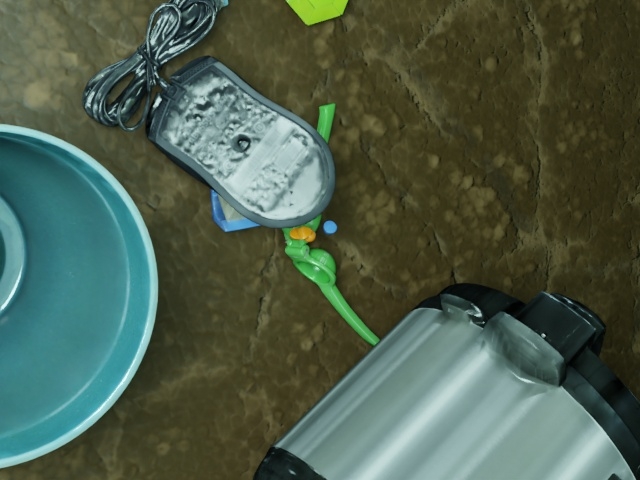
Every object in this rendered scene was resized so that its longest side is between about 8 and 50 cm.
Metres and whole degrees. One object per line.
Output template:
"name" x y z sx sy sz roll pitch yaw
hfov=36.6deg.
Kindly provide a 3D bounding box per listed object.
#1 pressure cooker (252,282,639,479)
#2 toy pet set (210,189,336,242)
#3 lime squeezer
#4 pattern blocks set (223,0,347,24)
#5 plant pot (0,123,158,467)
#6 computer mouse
"pressure cooker" 0.179 0.253 1.114 0.420 0.370 0.375 -42 105 -20
"toy pet set" -0.060 -0.040 1.101 0.114 0.065 0.122 -11 68 -23
"lime squeezer" 0.000 0.000 1.166 0.110 0.059 0.310 -32 113 -56
"pattern blocks set" -0.012 -0.369 1.046 0.325 0.026 0.285 -17 132 -21
"plant pot" -0.317 0.033 0.856 0.272 0.255 0.271 -4 98 -30
"computer mouse" -0.097 -0.122 1.034 0.272 0.072 0.188 43 86 2
